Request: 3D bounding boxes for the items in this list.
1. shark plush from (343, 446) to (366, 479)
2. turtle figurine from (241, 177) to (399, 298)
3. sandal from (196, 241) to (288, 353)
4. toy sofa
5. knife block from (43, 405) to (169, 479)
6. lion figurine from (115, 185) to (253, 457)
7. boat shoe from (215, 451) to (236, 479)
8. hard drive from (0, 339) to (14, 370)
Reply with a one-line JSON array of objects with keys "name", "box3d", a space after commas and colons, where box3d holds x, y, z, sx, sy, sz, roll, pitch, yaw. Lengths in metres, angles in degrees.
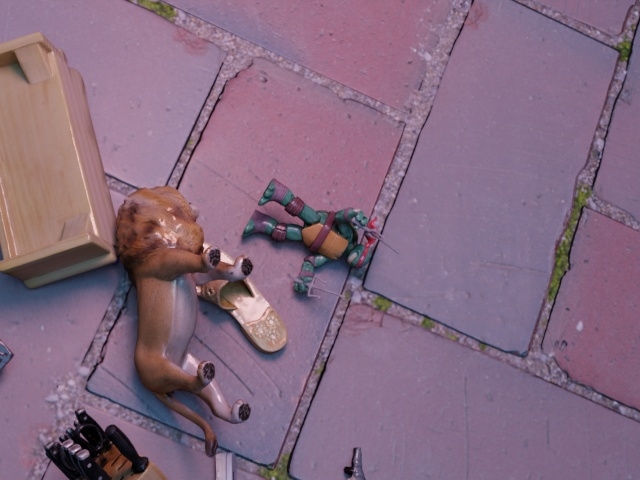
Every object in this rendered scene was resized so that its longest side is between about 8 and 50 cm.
[{"name": "shark plush", "box3d": [0.065, 0.405, 1.756, 0.067, 0.073, 0.161, 7, 48, -32]}, {"name": "turtle figurine", "box3d": [0.000, 0.000, 1.827, 0.234, 0.118, 0.175, 28, 108, -2]}, {"name": "sandal", "box3d": [-0.136, 0.075, 1.781, 0.240, 0.079, 0.088, 46, 68, 3]}, {"name": "toy sofa", "box3d": [-0.431, -0.118, 1.750, 0.150, 0.177, 0.362, -18, 77, 5]}, {"name": "knife block", "box3d": [-0.258, 0.353, 1.571, 0.276, 0.242, 0.088, 41, 68, 1]}, {"name": "lion figurine", "box3d": [-0.223, 0.112, 1.698, 0.142, 0.240, 0.392, 10, 84, -52]}, {"name": "boat shoe", "box3d": [-0.147, 0.370, 1.710, 0.035, 0.035, 0.100, -4, 76, 13]}, {"name": "hard drive", "box3d": [-0.592, 0.196, 1.638, 0.255, 0.054, 0.172, -42, 86, -22]}]
